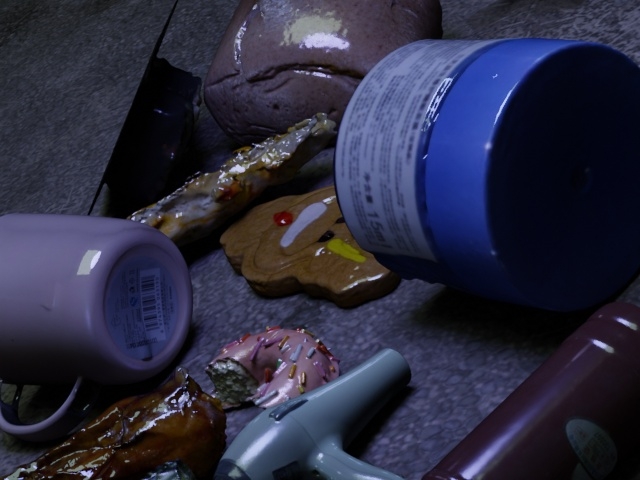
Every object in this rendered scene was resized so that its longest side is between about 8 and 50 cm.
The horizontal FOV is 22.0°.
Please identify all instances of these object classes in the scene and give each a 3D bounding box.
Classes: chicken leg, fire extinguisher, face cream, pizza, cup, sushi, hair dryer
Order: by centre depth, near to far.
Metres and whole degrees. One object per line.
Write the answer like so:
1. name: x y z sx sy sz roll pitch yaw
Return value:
1. fire extinguisher: 0.161 0.198 1.277 0.138 0.102 0.344 38 64 24
2. hair dryer: 0.043 0.172 1.463 0.224 0.088 0.219 4 35 25
3. face cream: 0.168 -0.069 1.557 0.249 0.249 0.225 -41 31 -25
4. chicken leg: -0.232 0.218 1.569 0.304 0.093 0.113 -20 51 1
5. cup: -0.267 0.094 1.773 0.200 0.191 0.253 1 68 39
6. pizza: -0.113 -0.062 1.970 0.297 0.071 0.189 -34 2 -7
7. sushi: -0.197 -0.146 2.109 0.373 0.100 0.296 -86 19 -69

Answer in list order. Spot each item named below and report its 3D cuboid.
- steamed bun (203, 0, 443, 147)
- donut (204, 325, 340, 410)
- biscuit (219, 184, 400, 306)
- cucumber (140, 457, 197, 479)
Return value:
1. steamed bun: -0.007 -0.257 2.096 0.301 0.199 0.251 -10 34 33
2. donut: -0.038 0.129 1.603 0.117 0.065 0.166 -40 31 -22
3. biscuit: -0.001 -0.003 1.825 0.295 0.044 0.186 3 38 45
4. cucumber: -0.260 0.311 1.455 0.359 0.096 0.096 -27 27 3
